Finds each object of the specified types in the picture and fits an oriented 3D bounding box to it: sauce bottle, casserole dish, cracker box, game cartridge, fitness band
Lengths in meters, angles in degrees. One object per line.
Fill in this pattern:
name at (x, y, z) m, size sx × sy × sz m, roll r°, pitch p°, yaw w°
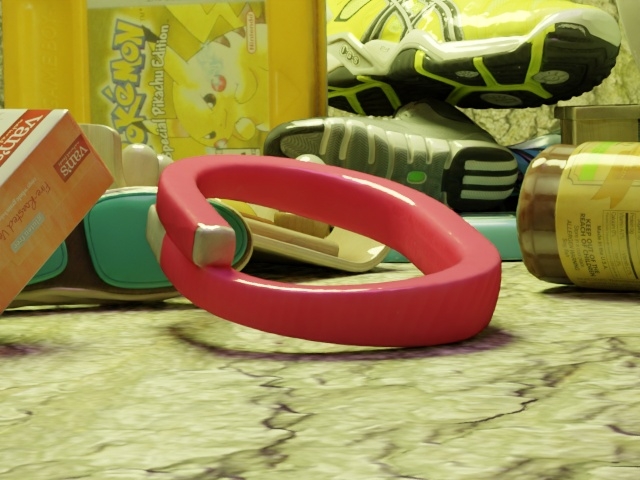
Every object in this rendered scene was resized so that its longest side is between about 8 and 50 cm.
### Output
sauce bottle at (0.311, -0.014, 1.360) m, size 0.344 × 0.111 × 0.111 m, roll 2°, pitch 6°, yaw 31°
casserole dish at (0.121, -0.004, 1.695) m, size 0.188 × 0.037 × 0.114 m, roll -2°, pitch 5°, yaw 3°
cracker box at (-0.267, -0.015, 1.278) m, size 0.232 × 0.067 × 0.155 m, roll 4°, pitch 46°, yaw 42°
game cartridge at (-0.149, -0.135, 1.817) m, size 0.324 × 0.285 × 0.053 m, roll 0°, pitch 5°, yaw 20°
fitness band at (0.000, 0.000, 1.271) m, size 0.209 × 0.054 × 0.291 m, roll 3°, pitch 16°, yaw -16°

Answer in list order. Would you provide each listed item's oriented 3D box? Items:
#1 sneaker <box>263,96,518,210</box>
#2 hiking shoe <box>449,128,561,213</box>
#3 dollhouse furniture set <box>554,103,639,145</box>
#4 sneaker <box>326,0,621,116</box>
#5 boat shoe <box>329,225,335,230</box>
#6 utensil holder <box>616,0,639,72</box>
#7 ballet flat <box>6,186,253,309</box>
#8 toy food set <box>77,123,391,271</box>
sneaker at (0.055, -0.084, 1.753) m, size 0.229 × 0.086 × 0.132 m, roll 7°, pitch 26°, yaw -12°
hiking shoe at (0.195, -0.039, 1.848) m, size 0.304 × 0.113 × 0.132 m, roll 2°, pitch 32°, yaw 4°
dollhouse furniture set at (0.307, -0.057, 1.717) m, size 0.184 × 0.129 × 0.129 m, roll -2°, pitch 5°, yaw -2°
sneaker at (0.114, -0.203, 1.808) m, size 0.145 × 0.147 × 0.385 m, roll 20°, pitch -12°, yaw -43°
boat shoe at (0.011, -0.046, 1.940) m, size 0.302 × 0.109 × 0.094 m, roll -11°, pitch 25°, yaw -19°
utensil holder at (0.482, -0.248, 1.613) m, size 0.385 × 0.327 × 0.327 m, roll -4°, pitch 2°, yaw 41°
ballet flat at (-0.175, 0.012, 1.388) m, size 0.248 × 0.086 × 0.086 m, roll -3°, pitch 6°, yaw -14°
toy food set at (-0.112, -0.046, 1.574) m, size 0.306 × 0.092 × 0.220 m, roll 16°, pitch -7°, yaw -41°
